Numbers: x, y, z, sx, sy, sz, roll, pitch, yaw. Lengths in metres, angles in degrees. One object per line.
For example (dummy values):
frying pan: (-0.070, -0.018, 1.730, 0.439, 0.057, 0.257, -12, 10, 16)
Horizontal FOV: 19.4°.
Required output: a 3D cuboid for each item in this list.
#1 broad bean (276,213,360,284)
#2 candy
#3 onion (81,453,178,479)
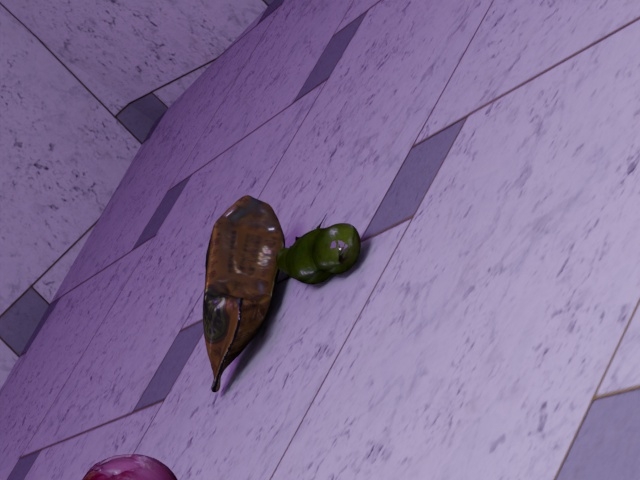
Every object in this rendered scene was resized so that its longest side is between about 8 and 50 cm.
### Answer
broad bean: (-0.007, 0.009, 2.320, 0.098, 0.056, 0.318, -56, 11, -1)
candy: (-0.107, 0.063, 2.432, 0.271, 0.101, 0.143, -81, 5, -49)
onion: (-0.210, 0.323, 2.048, 0.177, 0.153, 0.177, -49, -20, -24)
